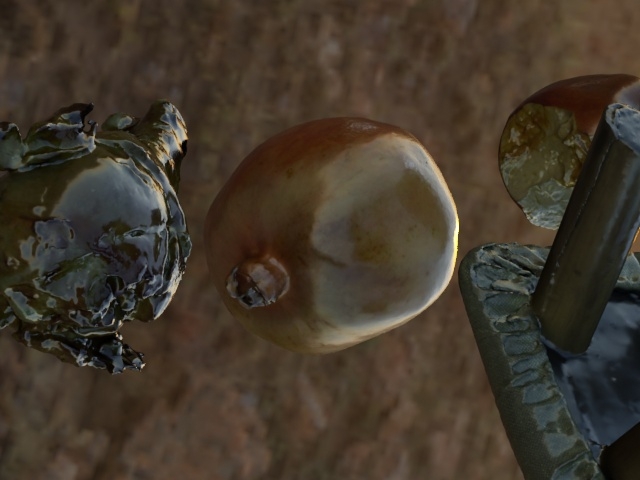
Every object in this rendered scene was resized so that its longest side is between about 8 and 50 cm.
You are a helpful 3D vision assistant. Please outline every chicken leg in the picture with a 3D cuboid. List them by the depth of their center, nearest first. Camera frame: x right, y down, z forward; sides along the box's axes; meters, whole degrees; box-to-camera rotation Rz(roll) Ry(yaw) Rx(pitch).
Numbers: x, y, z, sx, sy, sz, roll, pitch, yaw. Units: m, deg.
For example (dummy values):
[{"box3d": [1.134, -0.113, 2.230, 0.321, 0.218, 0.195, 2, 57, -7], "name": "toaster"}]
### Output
[{"box3d": [-0.160, -0.005, 1.408, 0.361, 0.140, 0.211, -21, 112, -76], "name": "chicken leg"}]

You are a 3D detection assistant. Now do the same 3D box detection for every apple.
[{"box3d": [0.266, -0.088, 1.721, 0.156, 0.158, 0.147, 60, 32, -13], "name": "apple"}]

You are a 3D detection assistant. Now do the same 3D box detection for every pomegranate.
[{"box3d": [0.000, 0.000, 1.761, 0.270, 0.252, 0.229, -28, 99, -56], "name": "pomegranate"}]

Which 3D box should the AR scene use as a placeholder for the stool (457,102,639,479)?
[{"box3d": [0.302, 0.077, 1.332, 0.310, 0.310, 0.226, 5, 140, -35], "name": "stool"}]
